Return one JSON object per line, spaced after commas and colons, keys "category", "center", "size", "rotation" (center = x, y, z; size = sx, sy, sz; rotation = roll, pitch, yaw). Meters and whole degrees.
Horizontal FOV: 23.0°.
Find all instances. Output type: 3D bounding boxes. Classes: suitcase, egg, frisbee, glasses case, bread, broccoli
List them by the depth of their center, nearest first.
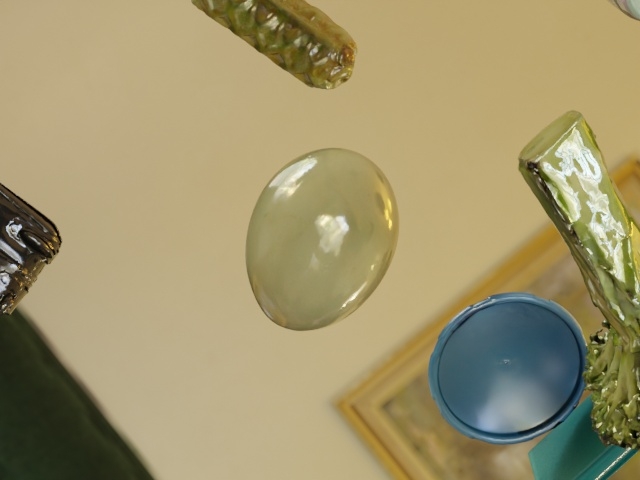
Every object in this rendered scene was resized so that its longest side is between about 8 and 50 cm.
{"category": "broccoli", "center": [0.316, 0.042, 1.613], "size": [0.361, 0.221, 0.252], "rotation": [66, 22, 6]}
{"category": "egg", "center": [0.000, 0.000, 1.972], "size": [0.186, 0.242, 0.186], "rotation": [18, 19, -6]}
{"category": "bread", "center": [-0.062, -0.311, 2.257], "size": [0.269, 0.098, 0.087], "rotation": [37, -47, 15]}
{"category": "glasses case", "center": [0.430, 0.274, 2.297], "size": [0.070, 0.301, 0.117], "rotation": [26, 33, -26]}
{"category": "frisbee", "center": [0.275, 0.185, 2.301], "size": [0.242, 0.242, 0.045], "rotation": [52, 5, -19]}
{"category": "suitcase", "center": [-0.610, -0.036, 2.546], "size": [0.345, 0.188, 0.339], "rotation": [38, -14, -18]}

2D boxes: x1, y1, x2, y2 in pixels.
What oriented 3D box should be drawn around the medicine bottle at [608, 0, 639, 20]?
{"category": "medicine bottle", "center": [0.497, -0.396, 2.366], "size": [0.135, 0.135, 0.168], "rotation": [52, 7, -18]}
